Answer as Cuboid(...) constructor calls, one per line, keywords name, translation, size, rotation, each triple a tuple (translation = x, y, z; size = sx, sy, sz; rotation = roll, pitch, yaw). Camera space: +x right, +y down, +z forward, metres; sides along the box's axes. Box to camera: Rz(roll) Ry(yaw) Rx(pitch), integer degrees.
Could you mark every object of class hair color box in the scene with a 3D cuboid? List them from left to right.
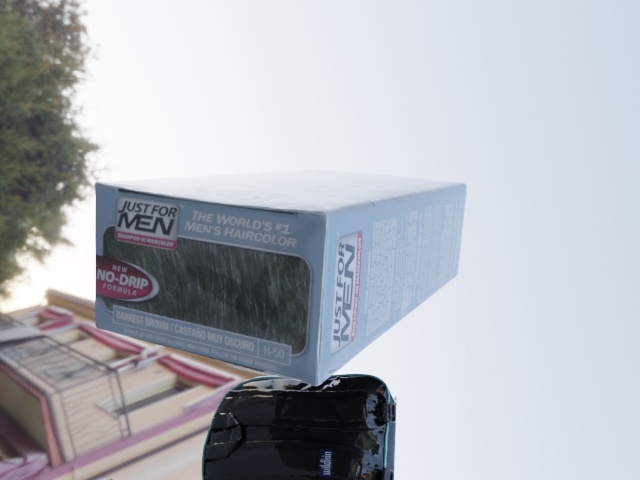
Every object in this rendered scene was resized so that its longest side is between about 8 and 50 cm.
Cuboid(name="hair color box", translation=(0.000, 0.000, 0.557), size=(0.185, 0.374, 0.113), rotation=(8, -79, 25))

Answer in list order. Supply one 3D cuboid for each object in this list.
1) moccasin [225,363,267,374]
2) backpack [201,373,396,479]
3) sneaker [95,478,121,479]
Cuboid(name="moccasin", translation=(-0.114, 0.152, 1.034), size=(0.138, 0.342, 0.116), rotation=(4, -114, 14))
Cuboid(name="backpack", translation=(-0.019, 0.225, 0.615), size=(0.144, 0.188, 0.165), rotation=(81, 13, -56))
Cuboid(name="sneaker", translation=(-0.132, 0.367, 0.567), size=(0.319, 0.112, 0.131), rotation=(38, -56, 13))
